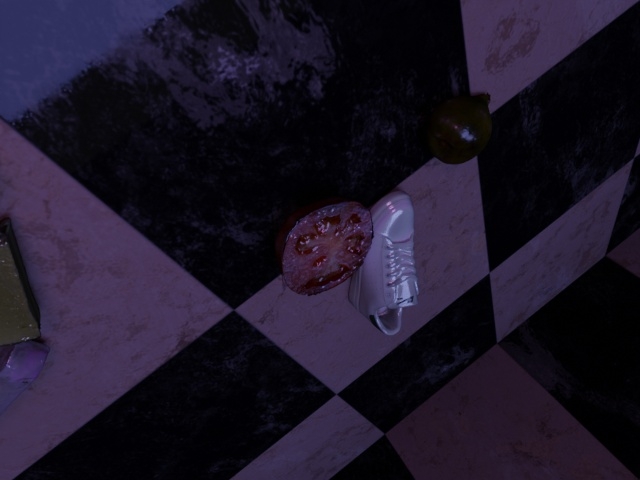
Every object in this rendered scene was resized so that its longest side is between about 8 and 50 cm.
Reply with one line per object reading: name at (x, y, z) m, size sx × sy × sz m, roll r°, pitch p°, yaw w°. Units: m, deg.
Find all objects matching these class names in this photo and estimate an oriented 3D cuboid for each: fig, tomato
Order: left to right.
tomato at (0.000, 0.000, 0.837) m, size 0.225 × 0.085 × 0.225 m, roll -18°, pitch 131°, yaw -22°
fig at (0.298, -0.235, 0.827) m, size 0.184 × 0.126 × 0.133 m, roll -33°, pitch 125°, yaw -3°

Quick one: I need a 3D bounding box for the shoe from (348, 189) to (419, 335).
shoe at (0.165, 0.070, 0.967) m, size 0.131 × 0.160 × 0.363 m, roll -16°, pitch 134°, yaw -28°

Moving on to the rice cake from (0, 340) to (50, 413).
rice cake at (-0.593, 0.307, 0.678) m, size 0.399 × 0.064 × 0.070 m, roll -45°, pitch 145°, yaw 5°

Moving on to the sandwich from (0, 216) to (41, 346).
sandwich at (-0.518, 0.066, 0.529) m, size 0.245 × 0.063 × 0.212 m, roll -12°, pitch 128°, yaw -29°
